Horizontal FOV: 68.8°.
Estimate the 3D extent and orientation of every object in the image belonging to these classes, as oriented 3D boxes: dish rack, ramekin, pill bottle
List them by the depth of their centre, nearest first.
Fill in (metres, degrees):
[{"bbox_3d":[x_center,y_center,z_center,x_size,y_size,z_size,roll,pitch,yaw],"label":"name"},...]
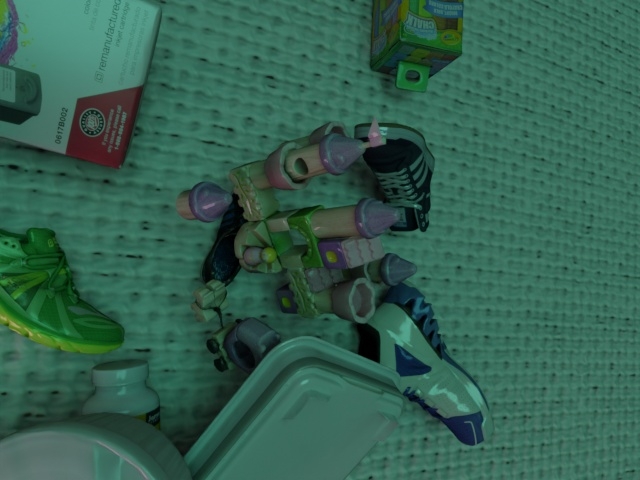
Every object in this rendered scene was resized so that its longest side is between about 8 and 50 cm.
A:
[{"bbox_3d":[-0.268,0.329,0.534,0.272,0.127,0.273,0,87,2],"label":"ramekin"},{"bbox_3d":[-0.277,0.267,0.653,0.103,0.103,0.184,-1,87,-25],"label":"pill bottle"},{"bbox_3d":[-0.035,0.306,0.669,0.285,0.072,0.333,32,100,-38],"label":"dish rack"}]

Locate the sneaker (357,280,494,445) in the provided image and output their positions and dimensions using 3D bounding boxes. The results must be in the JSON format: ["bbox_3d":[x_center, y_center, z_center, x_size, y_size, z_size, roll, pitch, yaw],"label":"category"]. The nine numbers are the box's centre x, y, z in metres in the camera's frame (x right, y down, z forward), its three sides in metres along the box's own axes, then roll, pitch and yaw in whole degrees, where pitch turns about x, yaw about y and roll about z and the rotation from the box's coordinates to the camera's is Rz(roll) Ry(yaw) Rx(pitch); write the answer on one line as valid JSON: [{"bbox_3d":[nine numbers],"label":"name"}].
[{"bbox_3d":[0.158,0.250,0.854,0.182,0.127,0.316,-32,92,-20],"label":"sneaker"}]

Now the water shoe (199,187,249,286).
[{"bbox_3d":[-0.127,-0.014,0.756,0.072,0.080,0.203,24,76,-21],"label":"water shoe"}]

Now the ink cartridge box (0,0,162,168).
[{"bbox_3d":[-0.384,-0.244,0.599,0.306,0.131,0.226,13,101,-25],"label":"ink cartridge box"}]

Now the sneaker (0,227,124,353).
[{"bbox_3d":[-0.381,0.049,0.620,0.295,0.109,0.124,41,75,-16],"label":"sneaker"}]

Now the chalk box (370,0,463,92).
[{"bbox_3d":[0.182,-0.395,0.893,0.132,0.132,0.213,3,85,-18],"label":"chalk box"}]

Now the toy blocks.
[{"bbox_3d":[0.000,0.000,0.650,0.309,0.260,0.289,-35,113,-44],"label":"toy blocks"}]

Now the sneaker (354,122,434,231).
[{"bbox_3d":[0.133,-0.098,0.817,0.282,0.099,0.153,14,84,-61],"label":"sneaker"}]
